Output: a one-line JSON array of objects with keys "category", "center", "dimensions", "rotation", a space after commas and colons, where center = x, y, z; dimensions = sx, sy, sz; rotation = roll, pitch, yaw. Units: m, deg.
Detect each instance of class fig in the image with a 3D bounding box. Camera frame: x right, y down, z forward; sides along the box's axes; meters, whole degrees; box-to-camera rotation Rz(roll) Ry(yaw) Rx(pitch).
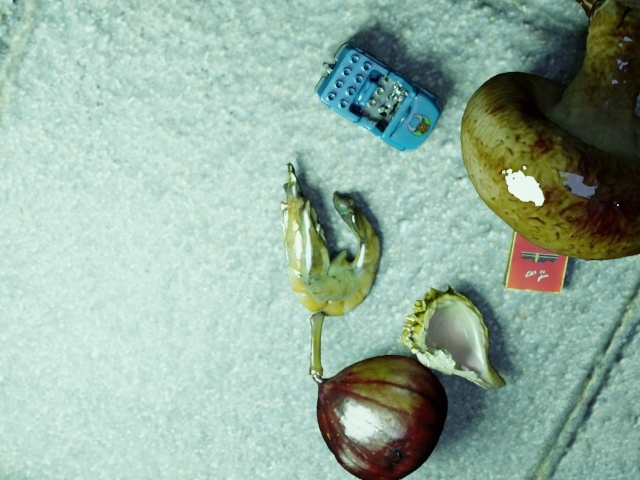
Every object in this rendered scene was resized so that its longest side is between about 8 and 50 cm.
[{"category": "fig", "center": [0.061, 0.256, 1.916], "dimensions": [0.250, 0.186, 0.203], "rotation": [25, 123, -16]}]

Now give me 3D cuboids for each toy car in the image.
[{"category": "toy car", "center": [0.087, -0.198, 1.807], "dimensions": [0.191, 0.100, 0.097], "rotation": [29, 101, -17]}]

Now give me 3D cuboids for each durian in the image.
[{"category": "durian", "center": [0.202, 0.163, 1.945], "dimensions": [0.078, 0.140, 0.224], "rotation": [-13, 130, 48]}]

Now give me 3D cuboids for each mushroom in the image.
[{"category": "mushroom", "center": [0.391, -0.148, 1.739], "dimensions": [0.331, 0.334, 0.356], "rotation": [41, 113, -14]}]

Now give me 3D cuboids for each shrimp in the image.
[{"category": "shrimp", "center": [0.017, 0.000, 1.894], "dimensions": [0.145, 0.059, 0.254], "rotation": [-7, 110, -4]}]

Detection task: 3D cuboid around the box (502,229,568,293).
[{"category": "box", "center": [0.335, 0.014, 1.934], "dimensions": [0.090, 0.023, 0.133], "rotation": [7, 108, -3]}]
